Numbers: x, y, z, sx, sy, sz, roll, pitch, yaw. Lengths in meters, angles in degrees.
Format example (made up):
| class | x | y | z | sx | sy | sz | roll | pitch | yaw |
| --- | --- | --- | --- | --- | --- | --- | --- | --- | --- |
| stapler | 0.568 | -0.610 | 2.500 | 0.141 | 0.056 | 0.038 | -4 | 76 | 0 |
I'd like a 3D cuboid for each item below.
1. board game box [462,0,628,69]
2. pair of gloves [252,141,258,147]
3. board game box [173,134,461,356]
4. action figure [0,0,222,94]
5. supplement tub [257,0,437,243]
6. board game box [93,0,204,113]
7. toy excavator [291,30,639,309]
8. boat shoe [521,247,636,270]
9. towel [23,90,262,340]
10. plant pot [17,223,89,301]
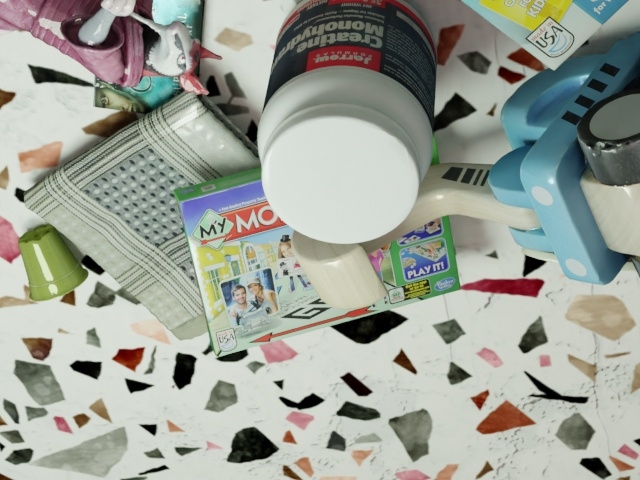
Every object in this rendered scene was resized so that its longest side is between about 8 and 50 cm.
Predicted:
| class | x | y | z | sx | sy | sz | roll | pitch | yaw |
| --- | --- | --- | --- | --- | --- | --- | --- | --- | --- |
| board game box | 0.203 | -0.359 | 1.686 | 0.336 | 0.079 | 0.254 | 32 | 118 | -28 |
| pair of gloves | 0.007 | -0.075 | 2.081 | 0.198 | 0.023 | 0.159 | -12 | 128 | 16 |
| board game box | 0.000 | 0.000 | 2.030 | 0.317 | 0.046 | 0.213 | -16 | 115 | -8 |
| action figure | -0.284 | -0.246 | 1.806 | 0.370 | 0.248 | 0.275 | 33 | 122 | -2 |
| supplement tub | 0.032 | -0.144 | 1.863 | 0.191 | 0.272 | 0.191 | 3 | 128 | 4 |
| board game box | -0.203 | -0.231 | 1.977 | 0.126 | 0.026 | 0.186 | 7 | 128 | 0 |
| toy excavator | 0.240 | -0.066 | 1.906 | 0.445 | 0.433 | 0.222 | 10 | 140 | 46 |
| boat shoe | 0.416 | -0.021 | 2.028 | 0.340 | 0.127 | 0.113 | 3 | 99 | 13 |
| towel | -0.165 | -0.015 | 2.104 | 0.312 | 0.056 | 0.324 | -28 | 124 | 29 |
| plant pot | -0.353 | 0.024 | 2.170 | 0.083 | 0.083 | 0.079 | -14 | 112 | 17 |
